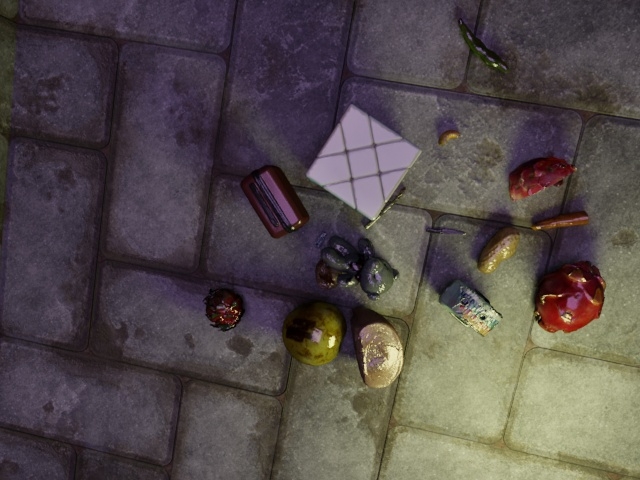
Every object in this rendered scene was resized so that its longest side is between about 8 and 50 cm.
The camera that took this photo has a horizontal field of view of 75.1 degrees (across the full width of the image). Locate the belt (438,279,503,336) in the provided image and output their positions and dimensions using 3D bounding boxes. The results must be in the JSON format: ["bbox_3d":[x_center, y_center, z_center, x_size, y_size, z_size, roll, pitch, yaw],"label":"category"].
[{"bbox_3d":[0.616,0.276,1.723,0.258,0.207,0.150,40,97,-7],"label":"belt"}]

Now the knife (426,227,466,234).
[{"bbox_3d":[0.540,-0.038,1.791,0.171,0.010,0.023,6,103,4],"label":"knife"}]

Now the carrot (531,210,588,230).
[{"bbox_3d":[0.979,-0.074,1.717,0.210,0.061,0.061,-11,96,12],"label":"carrot"}]

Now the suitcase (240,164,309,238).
[{"bbox_3d":[-0.185,-0.162,1.741,0.161,0.236,0.297,-30,92,10],"label":"suitcase"}]

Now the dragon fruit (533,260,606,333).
[{"bbox_3d":[0.993,0.236,1.671,0.315,0.250,0.250,-41,91,26],"label":"dragon fruit"}]

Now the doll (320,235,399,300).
[{"bbox_3d":[0.167,0.102,1.758,0.340,0.158,0.246,40,62,0],"label":"doll"}]

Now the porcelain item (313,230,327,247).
[{"bbox_3d":[0.000,0.000,1.847,0.036,0.028,0.083,36,101,18],"label":"porcelain item"}]

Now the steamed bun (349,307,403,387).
[{"bbox_3d":[0.244,0.439,1.765,0.199,0.251,0.300,-9,100,-2],"label":"steamed bun"}]

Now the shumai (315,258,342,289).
[{"bbox_3d":[0.034,0.140,1.833,0.123,0.105,0.139,10,72,9],"label":"shumai"}]

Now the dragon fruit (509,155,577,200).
[{"bbox_3d":[0.877,-0.267,1.649,0.274,0.161,0.126,-28,95,11],"label":"dragon fruit"}]

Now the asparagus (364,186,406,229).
[{"bbox_3d":[0.282,-0.138,1.801,0.248,0.025,0.024,-45,48,10],"label":"asparagus"}]

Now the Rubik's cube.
[{"bbox_3d":[0.166,-0.298,1.647,0.322,0.316,0.318,33,99,0],"label":"Rubik's cube"}]

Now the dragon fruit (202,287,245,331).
[{"bbox_3d":[-0.430,0.305,1.863,0.183,0.182,0.188,-17,104,8],"label":"dragon fruit"}]

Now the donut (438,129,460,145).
[{"bbox_3d":[0.538,-0.427,1.729,0.084,0.038,0.067,7,95,7],"label":"donut"}]

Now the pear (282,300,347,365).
[{"bbox_3d":[-0.028,0.390,1.781,0.284,0.283,0.283,1,97,6],"label":"pear"}]

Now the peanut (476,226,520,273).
[{"bbox_3d":[0.743,0.044,1.735,0.108,0.095,0.226,39,100,4],"label":"peanut"}]

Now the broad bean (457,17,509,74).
[{"bbox_3d":[0.644,-0.769,1.674,0.060,0.043,0.297,-45,89,0],"label":"broad bean"}]
